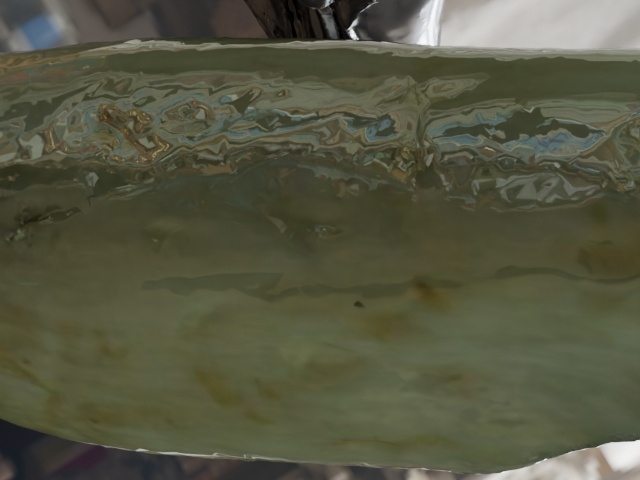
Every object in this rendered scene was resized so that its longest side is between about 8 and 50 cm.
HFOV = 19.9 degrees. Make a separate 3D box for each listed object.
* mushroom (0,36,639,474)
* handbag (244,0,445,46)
[{"bbox_3d":[0.000,0.003,0.415,0.087,0.333,0.107,-60,146,-42],"label":"mushroom"},{"bbox_3d":[-0.015,-0.172,0.938,0.244,0.088,0.275,59,-6,12],"label":"handbag"}]
